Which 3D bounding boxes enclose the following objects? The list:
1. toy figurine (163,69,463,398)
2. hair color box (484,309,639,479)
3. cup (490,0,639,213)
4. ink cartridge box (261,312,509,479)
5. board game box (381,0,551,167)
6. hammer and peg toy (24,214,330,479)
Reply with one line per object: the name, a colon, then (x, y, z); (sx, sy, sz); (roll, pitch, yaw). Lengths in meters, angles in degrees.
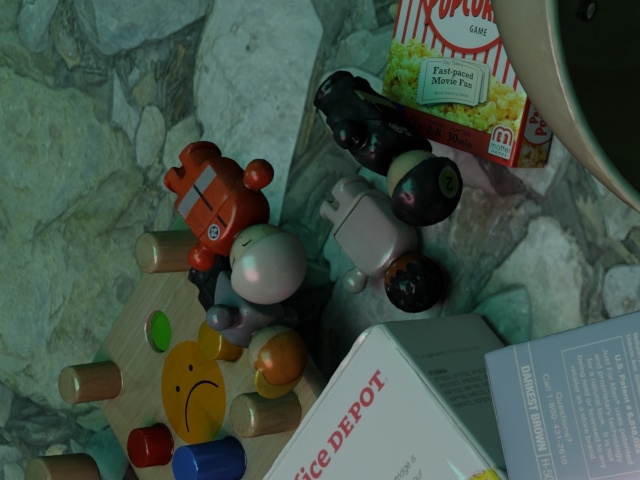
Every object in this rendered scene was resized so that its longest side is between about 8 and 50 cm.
toy figurine: (0.000, 0.000, 1.199); (0.148, 0.213, 0.209); (51, 158, 33)
hair color box: (0.305, 0.077, 0.926); (0.374, 0.185, 0.114); (-21, 75, 43)
cup: (0.230, -0.174, 0.935); (0.237, 0.331, 0.331); (-147, 63, -66)
ink cartridge box: (0.113, 0.237, 1.164); (0.306, 0.131, 0.226); (54, 127, 30)
board game box: (0.126, -0.167, 1.191); (0.147, 0.045, 0.193); (22, 107, 42)
hammer and peg toy: (-0.124, 0.178, 1.397); (0.266, 0.127, 0.361); (55, 130, 30)
